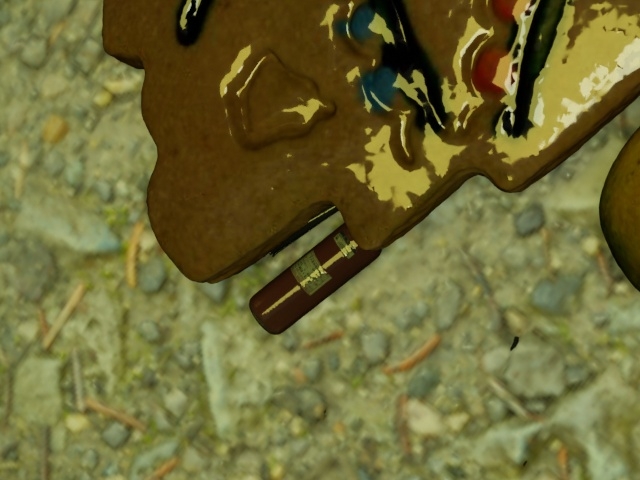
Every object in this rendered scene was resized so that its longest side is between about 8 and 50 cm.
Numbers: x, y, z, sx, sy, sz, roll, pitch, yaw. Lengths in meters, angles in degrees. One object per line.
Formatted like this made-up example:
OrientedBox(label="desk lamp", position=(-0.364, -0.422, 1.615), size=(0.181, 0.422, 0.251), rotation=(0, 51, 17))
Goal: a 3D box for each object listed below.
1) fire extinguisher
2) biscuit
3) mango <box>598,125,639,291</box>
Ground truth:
OrientedBox(label="fire extinguisher", position=(0.003, 0.001, 0.918), size=(0.100, 0.032, 0.046), rotation=(-39, 44, 13))
OrientedBox(label="biscuit", position=(0.030, -0.116, 0.872), size=(0.301, 0.043, 0.278), rotation=(1, 85, 23))
OrientedBox(label="mango", position=(0.234, -0.014, 0.795), size=(0.221, 0.120, 0.152), rotation=(21, 98, 23))
